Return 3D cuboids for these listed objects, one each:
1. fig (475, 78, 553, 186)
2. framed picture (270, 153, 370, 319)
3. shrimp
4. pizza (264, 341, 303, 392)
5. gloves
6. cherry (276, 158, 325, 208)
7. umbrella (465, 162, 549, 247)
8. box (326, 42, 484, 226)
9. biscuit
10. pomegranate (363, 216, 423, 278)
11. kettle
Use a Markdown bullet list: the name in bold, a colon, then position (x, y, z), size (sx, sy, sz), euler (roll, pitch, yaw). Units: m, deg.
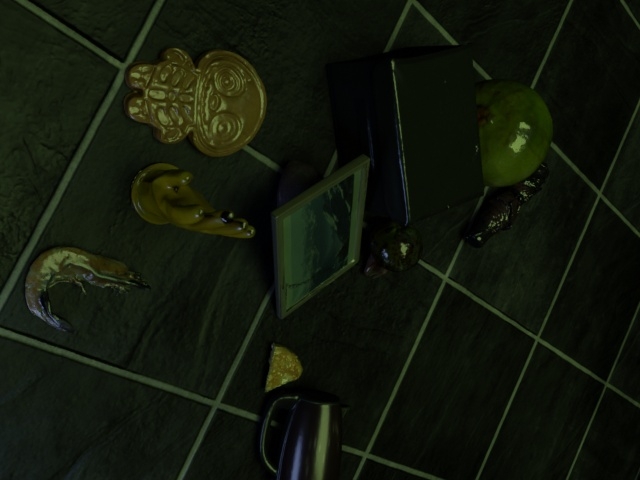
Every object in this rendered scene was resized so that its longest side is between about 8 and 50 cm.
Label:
- **fig**: position (0.437, -0.255, 1.713), size (0.326, 0.257, 0.258), euler (-1, 102, -59)
- **framed picture**: position (0.000, 0.000, 1.472), size (0.247, 0.022, 0.335), euler (-34, 149, -27)
- **shrimp**: position (-0.412, 0.095, 1.259), size (0.219, 0.046, 0.152), euler (15, 91, -35)
- **pizza**: position (-0.096, 0.286, 1.563), size (0.109, 0.026, 0.123), euler (-50, 128, -14)
- **gloves**: position (-0.215, -0.059, 1.215), size (0.133, 0.294, 0.116), euler (9, 96, -38)
- **cherry**: position (-0.015, -0.101, 1.491), size (0.188, 0.115, 0.148), euler (-22, 79, -41)
- **umbrella**: position (0.502, -0.100, 1.891), size (0.326, 0.094, 0.090), euler (-45, 110, -21)
- **box**: position (0.191, -0.240, 1.543), size (0.251, 0.204, 0.346), euler (-21, 113, -33)
- **biscuit**: position (-0.225, -0.264, 1.323), size (0.288, 0.044, 0.202), euler (5, 98, -40)
- **pomegranate**: position (0.155, 0.019, 1.637), size (0.163, 0.138, 0.125), euler (-34, 136, 9)
- **kettle**: position (-0.042, 0.451, 1.593), size (0.201, 0.144, 0.233), euler (7, 90, -8)
